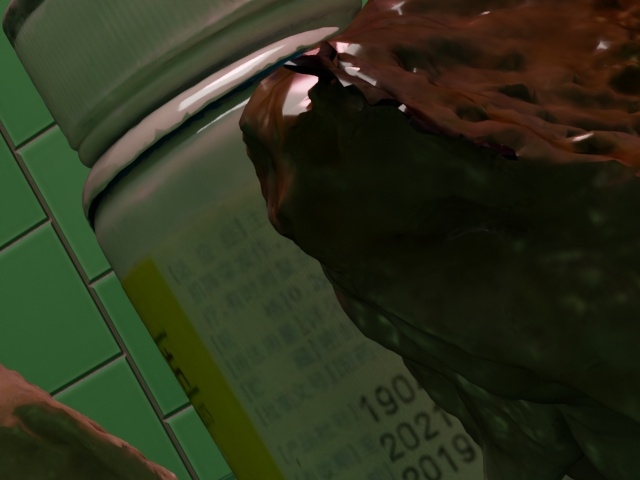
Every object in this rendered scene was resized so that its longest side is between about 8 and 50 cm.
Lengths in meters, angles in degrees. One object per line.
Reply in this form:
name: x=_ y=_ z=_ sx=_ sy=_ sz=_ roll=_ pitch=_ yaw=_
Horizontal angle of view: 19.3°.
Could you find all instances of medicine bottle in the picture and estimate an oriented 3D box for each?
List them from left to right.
medicine bottle: x=0.000 y=0.000 z=0.691 sx=0.143 sy=0.258 sz=0.143 roll=-30 pitch=-4 yaw=-2

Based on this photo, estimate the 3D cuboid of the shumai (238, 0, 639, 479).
shumai: x=0.083 y=0.019 z=0.442 sx=0.218 sy=0.184 sz=0.185 roll=-43 pitch=-27 yaw=-48

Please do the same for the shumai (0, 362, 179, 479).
shumai: x=-0.197 y=0.200 z=0.984 sx=0.262 sy=0.267 sz=0.314 roll=-58 pitch=-29 yaw=-10
